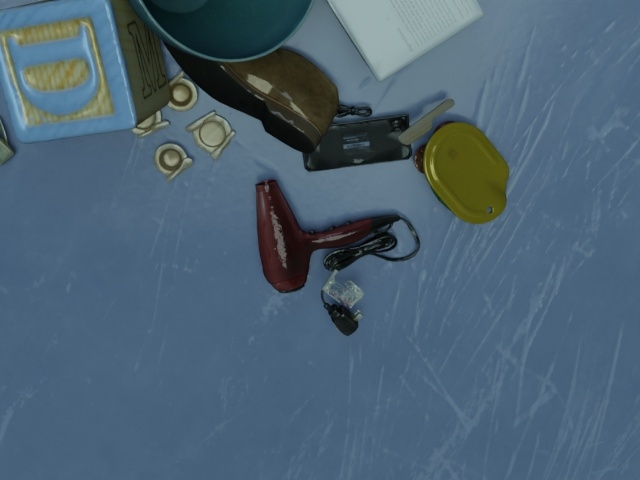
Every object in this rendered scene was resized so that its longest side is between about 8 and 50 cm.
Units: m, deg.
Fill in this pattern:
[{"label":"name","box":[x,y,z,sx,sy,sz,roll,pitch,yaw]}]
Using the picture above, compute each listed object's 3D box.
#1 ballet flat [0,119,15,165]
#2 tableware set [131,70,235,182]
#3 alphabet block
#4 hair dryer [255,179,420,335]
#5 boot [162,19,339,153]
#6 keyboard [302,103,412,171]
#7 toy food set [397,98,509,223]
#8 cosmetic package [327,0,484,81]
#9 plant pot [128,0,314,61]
[{"label":"ballet flat","box":[-0.549,-0.200,1.485,0.052,0.057,0.168,-32,112,-20]},{"label":"tableware set","box":[-0.234,-0.186,1.503,0.141,0.020,0.168,-34,106,10]},{"label":"alphabet block","box":[-0.352,-0.266,1.372,0.192,0.197,0.193,-5,108,9]},{"label":"hair dryer","box":[0.000,0.000,1.557,0.293,0.080,0.223,36,89,-17]},{"label":"boot","box":[-0.109,-0.267,1.455,0.305,0.112,0.115,34,73,-6]},{"label":"keyboard","box":[0.057,-0.175,1.512,0.180,0.023,0.108,-7,115,1]},{"label":"toy food set","box":[0.217,-0.124,1.513,0.128,0.071,0.218,-45,107,-12]},{"label":"cosmetic package","box":[0.119,-0.356,1.383,0.184,0.151,0.151,-32,106,8]},{"label":"plant pot","box":[-0.172,-0.401,1.320,0.290,0.195,0.290,-6,101,-30]}]
